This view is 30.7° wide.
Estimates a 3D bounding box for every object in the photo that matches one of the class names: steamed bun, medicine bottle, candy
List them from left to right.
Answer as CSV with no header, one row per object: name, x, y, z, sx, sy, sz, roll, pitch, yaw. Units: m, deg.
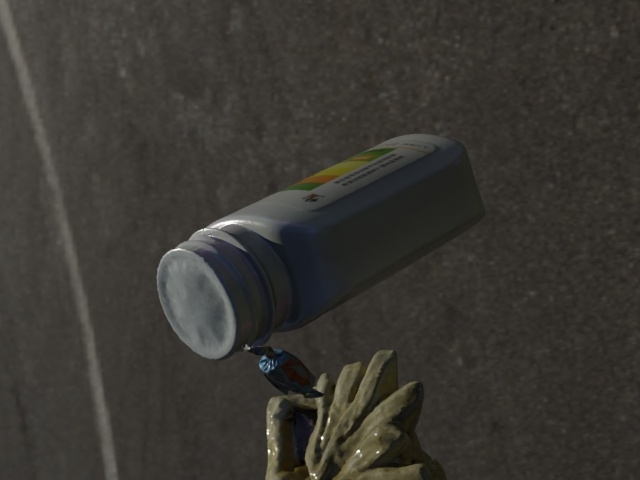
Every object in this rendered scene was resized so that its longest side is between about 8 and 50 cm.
candy,-0.027,0.092,0.819,0.030,0.083,0.020,4,62,34
medicine bottle,0.000,0.000,1.120,0.179,0.324,0.124,-3,110,49
steamed bun,0.045,0.284,1.341,0.247,0.189,0.428,-27,40,10
